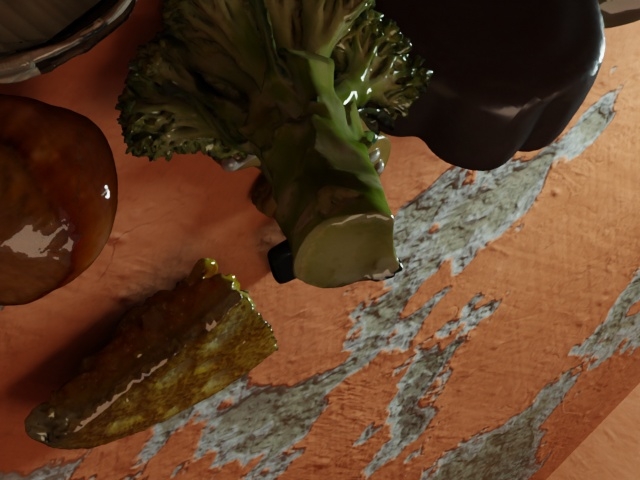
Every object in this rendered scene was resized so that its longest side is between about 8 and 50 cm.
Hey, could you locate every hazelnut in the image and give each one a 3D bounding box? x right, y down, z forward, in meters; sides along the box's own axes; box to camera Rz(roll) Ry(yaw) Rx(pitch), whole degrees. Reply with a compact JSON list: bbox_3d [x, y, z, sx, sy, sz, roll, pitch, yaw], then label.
[{"bbox_3d":[-0.252,-0.042,1.396,0.182,0.182,0.182,-34,155,-19],"label":"hazelnut"}]

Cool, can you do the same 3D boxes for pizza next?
[{"bbox_3d":[-0.177,0.144,1.904,0.268,0.087,0.258,-39,160,-7],"label":"pizza"}]

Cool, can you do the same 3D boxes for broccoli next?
[{"bbox_3d":[-0.040,-0.092,1.436,0.361,0.252,0.221,-81,-166,-61],"label":"broccoli"}]

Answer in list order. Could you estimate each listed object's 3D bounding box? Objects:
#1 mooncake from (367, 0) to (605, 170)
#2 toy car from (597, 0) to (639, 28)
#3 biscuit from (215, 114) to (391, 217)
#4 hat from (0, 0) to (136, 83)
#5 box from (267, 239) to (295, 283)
[{"bbox_3d":[0.144,-0.183,1.684,0.245,0.245,0.133,-25,152,-36],"label":"mooncake"},{"bbox_3d":[0.375,-0.353,1.764,0.336,0.226,0.242,-39,156,-13],"label":"toy car"},{"bbox_3d":[0.005,-0.100,1.832,0.197,0.049,0.301,-42,157,2],"label":"biscuit"},{"bbox_3d":[-0.224,-0.235,1.142,0.232,0.161,0.275,-48,135,-18],"label":"hat"},{"bbox_3d":[0.000,0.000,1.961,0.126,0.027,0.125,-28,168,-5],"label":"box"}]
